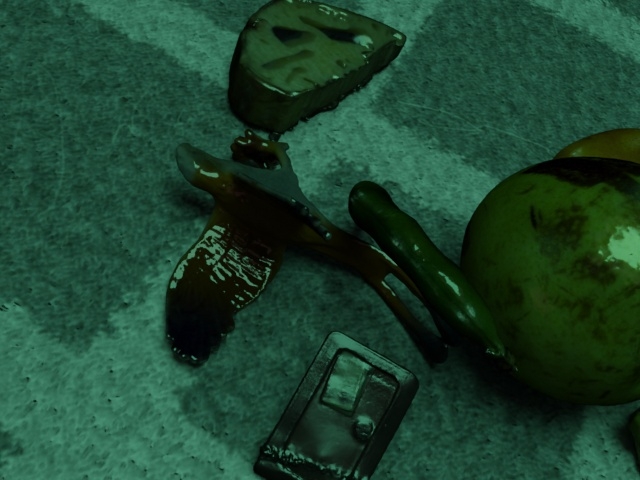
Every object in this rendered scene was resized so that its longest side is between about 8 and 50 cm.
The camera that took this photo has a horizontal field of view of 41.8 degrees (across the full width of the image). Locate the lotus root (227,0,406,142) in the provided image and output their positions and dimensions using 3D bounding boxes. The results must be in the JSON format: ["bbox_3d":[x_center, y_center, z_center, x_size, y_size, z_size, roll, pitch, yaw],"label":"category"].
[{"bbox_3d":[-0.022,-0.242,1.096,0.170,0.074,0.260,36,52,11],"label":"lotus root"}]

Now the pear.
[{"bbox_3d":[0.284,0.035,0.887,0.283,0.283,0.283,9,54,-13],"label":"pear"}]

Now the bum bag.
[{"bbox_3d":[0.017,0.177,0.812,0.109,0.026,0.159,30,79,2],"label":"bum bag"}]

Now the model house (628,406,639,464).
[{"bbox_3d":[0.466,0.203,0.879,0.234,0.193,0.175,6,58,-15],"label":"model house"}]

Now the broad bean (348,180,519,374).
[{"bbox_3d":[0.091,0.013,0.846,0.049,0.144,0.292,-39,50,3],"label":"broad bean"}]

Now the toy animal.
[{"bbox_3d":[-0.009,-0.017,0.915,0.284,0.225,0.302,13,39,-34],"label":"toy animal"}]

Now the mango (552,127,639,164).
[{"bbox_3d":[0.410,-0.068,1.088,0.252,0.126,0.154,-1,69,-20],"label":"mango"}]
